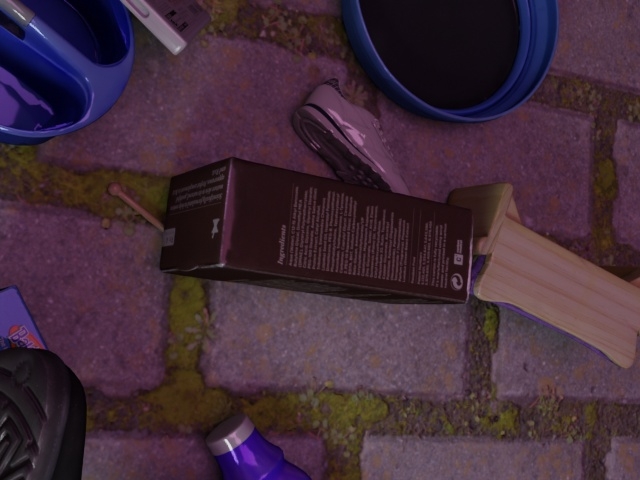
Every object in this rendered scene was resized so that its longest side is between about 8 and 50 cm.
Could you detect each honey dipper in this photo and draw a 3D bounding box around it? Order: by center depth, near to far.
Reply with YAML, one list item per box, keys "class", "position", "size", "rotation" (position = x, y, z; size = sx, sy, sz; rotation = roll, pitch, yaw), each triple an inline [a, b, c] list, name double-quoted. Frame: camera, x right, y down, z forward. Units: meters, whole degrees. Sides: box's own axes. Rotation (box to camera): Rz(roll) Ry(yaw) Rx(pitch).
- class: "honey dipper"
  position: [-0.220, -0.023, 1.113]
  size: [0.160, 0.030, 0.030]
  rotation: [40, 70, -16]

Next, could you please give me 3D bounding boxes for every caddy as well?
- class: "caddy"
  position: [-0.387, -0.264, 0.970]
  size: [0.341, 0.179, 0.241]
  rotation: [35, 73, -19]

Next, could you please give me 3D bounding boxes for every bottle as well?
- class: "bottle"
  position: [-0.055, 0.367, 1.124]
  size: [0.118, 0.092, 0.283]
  rotation: [-36, 101, -29]

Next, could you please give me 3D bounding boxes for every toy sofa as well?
- class: "toy sofa"
  position: [0.354, 0.061, 1.318]
  size: [0.362, 0.150, 0.177]
  rotation: [25, 80, -22]

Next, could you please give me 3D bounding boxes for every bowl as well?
- class: "bowl"
  position: [0.207, -0.376, 1.324]
  size: [0.391, 0.077, 0.391]
  rotation: [3, 84, -26]

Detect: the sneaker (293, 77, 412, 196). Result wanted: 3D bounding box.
- class: "sneaker"
  position: [0.068, -0.135, 1.235]
  size: [0.235, 0.090, 0.095]
  rotation: [48, 59, -16]

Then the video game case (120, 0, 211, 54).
- class: "video game case"
  position: [-0.232, -0.334, 1.043]
  size: [0.026, 0.227, 0.206]
  rotation: [-41, 107, 16]

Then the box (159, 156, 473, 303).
- class: "box"
  position: [0.000, 0.000, 1.110]
  size: [0.381, 0.191, 0.143]
  rotation: [8, 82, -32]

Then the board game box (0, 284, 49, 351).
- class: "board game box"
  position: [-0.342, 0.133, 0.940]
  size: [0.047, 0.210, 0.160]
  rotation: [-28, 99, -26]

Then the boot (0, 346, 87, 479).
- class: "boot"
  position: [-0.205, 0.309, 0.879]
  size: [0.445, 0.146, 0.367]
  rotation: [23, 90, -53]
